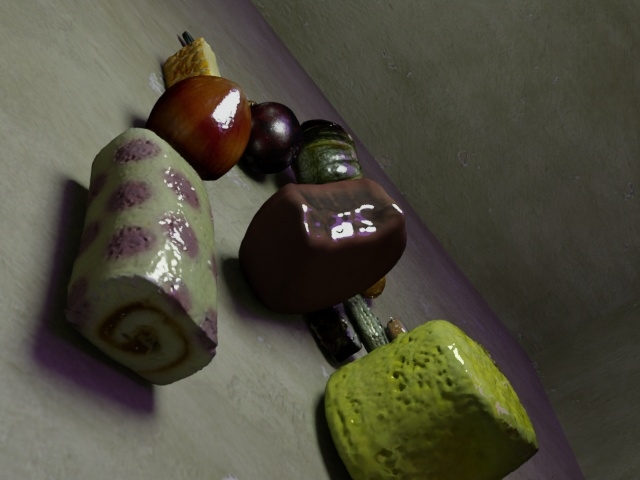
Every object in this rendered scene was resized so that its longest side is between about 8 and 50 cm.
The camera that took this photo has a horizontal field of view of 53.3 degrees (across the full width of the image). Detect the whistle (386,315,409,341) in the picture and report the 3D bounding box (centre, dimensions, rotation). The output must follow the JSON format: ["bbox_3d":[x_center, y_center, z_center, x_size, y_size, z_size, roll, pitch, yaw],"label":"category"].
[{"bbox_3d":[0.248,0.304,1.803,0.220,0.057,0.107,56,2,-11],"label":"whistle"}]

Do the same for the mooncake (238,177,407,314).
[{"bbox_3d":[0.000,0.000,1.239,0.174,0.326,0.334,61,-5,30],"label":"mooncake"}]

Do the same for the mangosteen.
[{"bbox_3d":[-0.155,-0.274,1.625,0.230,0.194,0.194,31,16,6],"label":"mangosteen"}]

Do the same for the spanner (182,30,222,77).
[{"bbox_3d":[-0.295,-0.448,1.787,0.325,0.040,0.095,57,16,3],"label":"spanner"}]

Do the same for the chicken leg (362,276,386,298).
[{"bbox_3d":[0.092,0.087,1.750,0.251,0.087,0.107,27,20,-46],"label":"chicken leg"}]

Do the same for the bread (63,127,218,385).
[{"bbox_3d":[-0.230,0.006,0.875,0.187,0.155,0.338,47,17,-38],"label":"bread"}]

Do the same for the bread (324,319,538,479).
[{"bbox_3d":[0.199,0.328,1.171,0.348,0.308,0.348,44,19,-20],"label":"bread"}]

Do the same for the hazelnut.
[{"bbox_3d":[-0.227,-0.225,1.252,0.208,0.208,0.208,48,18,-21],"label":"hazelnut"}]

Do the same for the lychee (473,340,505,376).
[{"bbox_3d":[0.320,0.379,1.503,0.270,0.270,0.320,-108,-168,-45],"label":"lychee"}]

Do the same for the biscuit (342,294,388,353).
[{"bbox_3d":[0.090,0.182,1.448,0.147,0.046,0.250,67,-9,-17],"label":"biscuit"}]

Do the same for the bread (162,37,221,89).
[{"bbox_3d":[-0.299,-0.383,1.494,0.068,0.125,0.188,40,22,-45],"label":"bread"}]

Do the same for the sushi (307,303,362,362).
[{"bbox_3d":[0.028,0.186,1.378,0.150,0.078,0.090,59,11,18],"label":"sushi"}]

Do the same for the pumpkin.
[{"bbox_3d":[0.022,-0.172,1.778,0.320,0.192,0.320,168,-90,-89],"label":"pumpkin"}]
